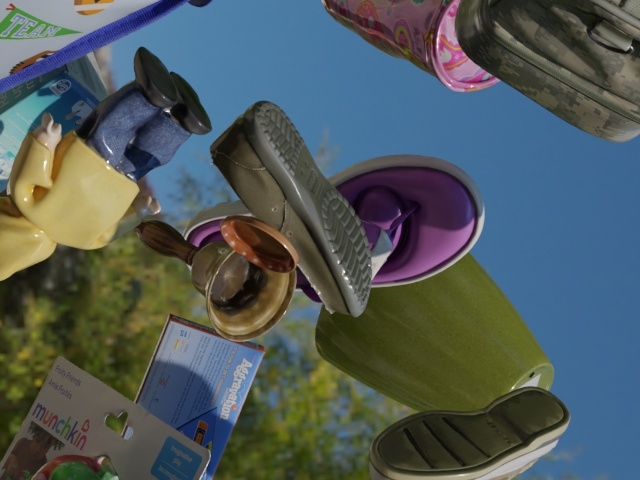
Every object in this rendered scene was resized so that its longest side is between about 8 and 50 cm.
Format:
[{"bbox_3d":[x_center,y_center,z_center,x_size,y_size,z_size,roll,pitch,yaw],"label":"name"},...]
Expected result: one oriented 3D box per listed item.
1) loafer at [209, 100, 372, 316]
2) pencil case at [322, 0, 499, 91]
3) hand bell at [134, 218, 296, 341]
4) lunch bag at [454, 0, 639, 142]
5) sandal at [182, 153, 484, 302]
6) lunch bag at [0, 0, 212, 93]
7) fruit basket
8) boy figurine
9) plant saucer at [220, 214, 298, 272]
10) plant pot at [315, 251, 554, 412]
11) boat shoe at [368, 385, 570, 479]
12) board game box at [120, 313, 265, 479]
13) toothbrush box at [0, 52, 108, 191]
[{"bbox_3d":[-0.029,-0.026,1.605,0.251,0.087,0.094,60,28,-19],"label":"loafer"},{"bbox_3d":[0.104,-0.250,1.680,0.284,0.124,0.124,-138,-132,-57],"label":"pencil case"},{"bbox_3d":[-0.150,0.018,1.870,0.242,0.126,0.126,28,-59,46],"label":"hand bell"},{"bbox_3d":[0.269,-0.258,1.256,0.305,0.212,0.256,-59,-174,-10],"label":"lunch bag"},{"bbox_3d":[0.007,0.012,1.894,0.416,0.102,0.169,-13,-61,31],"label":"sandal"},{"bbox_3d":[-0.226,-0.333,1.298,0.239,0.385,0.328,36,32,-64],"label":"lunch bag"},{"bbox_3d":[-0.276,0.303,1.493,0.327,0.165,0.353,22,-93,54],"label":"fruit basket"},{"bbox_3d":[-0.239,-0.058,1.582,0.285,0.177,0.092,-41,-135,17],"label":"boy figurine"},{"bbox_3d":[-0.058,0.002,1.511,0.013,0.083,0.083,-59,-171,-25],"label":"plant saucer"},{"bbox_3d":[0.190,0.154,2.312,0.293,0.275,0.275,39,-46,30],"label":"plant pot"},{"bbox_3d":[0.178,0.267,1.910,0.113,0.302,0.103,50,-47,36],"label":"boat shoe"},{"bbox_3d":[-0.196,0.253,2.221,0.027,0.145,0.281,-104,-144,-72],"label":"board game box"},{"bbox_3d":[-0.458,-0.194,2.171,0.126,0.295,0.216,44,19,-50],"label":"toothbrush box"}]
